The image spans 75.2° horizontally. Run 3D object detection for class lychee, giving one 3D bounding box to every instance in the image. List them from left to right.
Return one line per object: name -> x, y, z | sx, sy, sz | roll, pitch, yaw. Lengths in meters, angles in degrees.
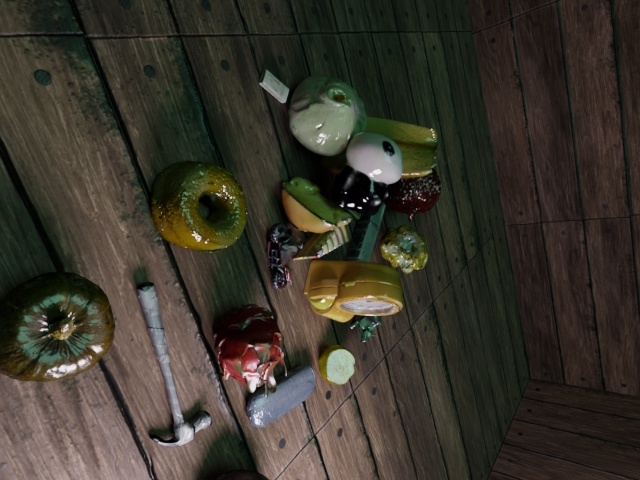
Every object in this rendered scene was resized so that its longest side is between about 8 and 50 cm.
lychee -> 0.384, -0.224, 1.773 | 0.264, 0.264, 0.300 | 3, 81, -48

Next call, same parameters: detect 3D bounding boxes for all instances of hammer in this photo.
hammer -> -0.383, 0.309, 1.043 | 0.152, 0.044, 0.427 | -16, 98, -47

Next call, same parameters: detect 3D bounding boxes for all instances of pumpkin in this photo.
pumpkin -> -0.513, 0.168, 0.816 | 0.219, 0.162, 0.219 | 6, 81, -44

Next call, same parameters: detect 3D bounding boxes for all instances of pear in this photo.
pear -> 0.049, 0.441, 1.476 | 0.141, 0.104, 0.141 | 7, 75, -25

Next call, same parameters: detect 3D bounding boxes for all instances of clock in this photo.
clock -> 0.128, 0.168, 1.424 | 0.244, 0.317, 0.200 | 25, 63, -44

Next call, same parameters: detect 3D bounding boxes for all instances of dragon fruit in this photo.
dragon fruit -> -0.191, 0.300, 1.133 | 0.192, 0.193, 0.274 | -12, 71, -7

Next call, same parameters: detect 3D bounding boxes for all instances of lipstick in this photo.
lipstick -> 0.186, -0.035, 1.674 | 0.076, 0.077, 0.289 | 38, 62, -41

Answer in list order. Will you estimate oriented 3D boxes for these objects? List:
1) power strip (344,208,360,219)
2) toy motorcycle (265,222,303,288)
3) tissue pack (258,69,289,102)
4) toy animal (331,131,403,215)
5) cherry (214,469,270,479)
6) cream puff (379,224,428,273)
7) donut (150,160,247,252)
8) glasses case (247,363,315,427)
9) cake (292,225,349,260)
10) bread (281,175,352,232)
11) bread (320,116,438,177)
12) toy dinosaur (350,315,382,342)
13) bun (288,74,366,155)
power strip -> 0.112, -0.152, 1.636 | 0.169, 0.028, 0.076 | 37, 62, -41
toy motorcycle -> -0.112, 0.048, 1.333 | 0.118, 0.084, 0.212 | -9, 102, -50
tissue pack -> -0.151, -0.505, 1.363 | 0.108, 0.023, 0.056 | 31, 65, -43
toy animal -> 0.163, -0.227, 1.406 | 0.212, 0.212, 0.267 | 12, 113, -47
cherry -> -0.210, 0.739, 1.076 | 0.296, 0.218, 0.255 | 47, 48, -43
cream puff -> 0.361, 0.041, 1.792 | 0.195, 0.221, 0.195 | -42, 161, -18
donut -> -0.302, -0.090, 1.110 | 0.272, 0.107, 0.272 | 2, 87, -51
glasses case -> -0.116, 0.485, 1.311 | 0.282, 0.067, 0.109 | -16, 103, -49
cake -> 0.009, 0.017, 1.448 | 0.225, 0.109, 0.090 | -49, 123, -39
bread -> -0.037, -0.095, 1.393 | 0.251, 0.133, 0.174 | 41, 36, 16
bread -> 0.228, -0.351, 1.532 | 0.245, 0.362, 0.233 | 26, 69, -47
toy dinosaur -> 0.191, 0.287, 1.671 | 0.079, 0.120, 0.292 | 43, 33, -25
bun -> 0.044, -0.438, 1.410 | 0.293, 0.187, 0.293 | 3, 83, -28
